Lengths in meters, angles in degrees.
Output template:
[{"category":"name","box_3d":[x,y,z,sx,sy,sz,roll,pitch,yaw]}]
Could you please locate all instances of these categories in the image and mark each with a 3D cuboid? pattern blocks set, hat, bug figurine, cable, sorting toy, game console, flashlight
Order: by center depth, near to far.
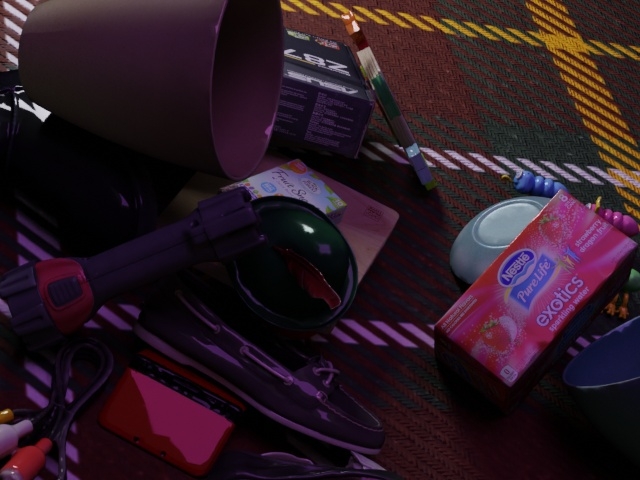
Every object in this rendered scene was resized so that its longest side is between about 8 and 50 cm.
[{"category":"cable","box_3d":[-0.294,0.193,1.566,0.139,0.072,0.287,29,40,14]},{"category":"flashlight","box_3d":[-0.212,0.029,1.653,0.304,0.103,0.103,-22,45,1]},{"category":"hat","box_3d":[0.000,0.000,1.666,0.173,0.183,0.208,-21,74,-30]},{"category":"game console","box_3d":[-0.165,0.196,1.669,0.144,0.085,0.124,28,9,6]},{"category":"sorting toy","box_3d":[-0.064,0.006,1.867,0.257,0.089,0.255,27,40,6]},{"category":"pattern blocks set","box_3d":[0.096,-0.200,2.074,0.285,0.026,0.325,63,5,-11]},{"category":"bug figurine","box_3d":[0.364,-0.003,2.083,0.216,0.072,0.279,17,40,-6]}]

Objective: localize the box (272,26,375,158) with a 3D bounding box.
[{"category":"box","box_3d":[-0.139,-0.248,2.011,0.395,0.097,0.318,15,21,-10]}]

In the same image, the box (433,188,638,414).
[{"category":"box","box_3d":[0.272,0.078,1.828,0.128,0.122,0.257,39,75,20]}]

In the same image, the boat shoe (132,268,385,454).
[{"category":"boat shoe","box_3d":[-0.063,0.140,1.689,0.335,0.095,0.112,28,9,8]}]

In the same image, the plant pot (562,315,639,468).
[{"category":"plant pot","box_3d":[0.474,0.200,1.785,0.290,0.290,0.195,-30,97,-44]}]

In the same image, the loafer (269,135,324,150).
[{"category":"loafer","box_3d":[-0.024,-0.165,2.105,0.148,0.050,0.056,-6,47,-29]}]

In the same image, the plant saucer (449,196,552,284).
[{"category":"plant saucer","box_3d":[0.266,-0.011,1.988,0.195,0.037,0.195,-18,32,12]}]

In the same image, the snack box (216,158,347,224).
[{"category":"snack box","box_3d":[-0.051,-0.043,1.826,0.141,0.037,0.100,-23,59,-39]}]

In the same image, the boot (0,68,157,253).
[{"category":"boot","box_3d":[-0.466,-0.083,1.736,0.445,0.146,0.367,-5,37,-34]}]

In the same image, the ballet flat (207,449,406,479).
[{"category":"ballet flat","box_3d":[0.012,0.277,1.602,0.281,0.095,0.096,13,29,-11]}]

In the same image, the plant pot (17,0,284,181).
[{"category":"plant pot","box_3d":[-0.213,-0.213,1.727,0.274,0.256,0.256,7,37,15]}]
